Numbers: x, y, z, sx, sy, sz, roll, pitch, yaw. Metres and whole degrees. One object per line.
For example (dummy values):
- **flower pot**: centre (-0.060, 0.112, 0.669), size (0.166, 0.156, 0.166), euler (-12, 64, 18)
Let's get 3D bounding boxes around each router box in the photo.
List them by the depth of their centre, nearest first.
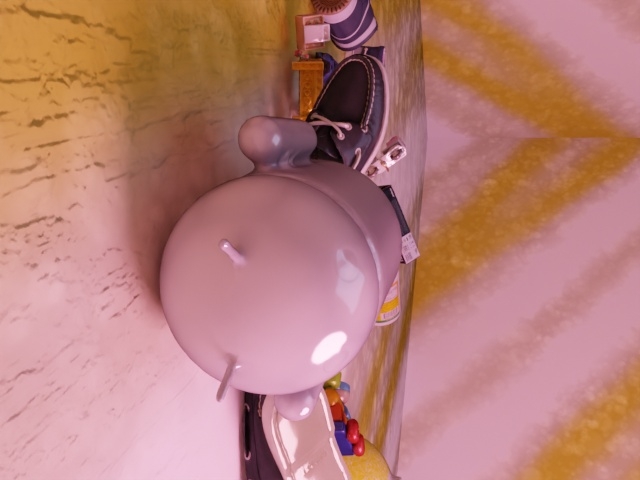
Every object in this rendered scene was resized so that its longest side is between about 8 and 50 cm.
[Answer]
- **router box**: centre (0.144, -0.037, 1.249), size (0.133, 0.046, 0.178), euler (5, -59, 64)

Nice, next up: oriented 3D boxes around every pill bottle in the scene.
- **pill bottle**: centre (0.147, 0.112, 1.407), size (0.117, 0.118, 0.208), euler (-71, 158, -47)

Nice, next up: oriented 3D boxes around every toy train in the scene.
- **toy train**: centre (0.016, 0.299, 0.996), size (0.248, 0.105, 0.143), euler (73, 14, -52)

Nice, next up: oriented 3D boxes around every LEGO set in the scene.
- **LEGO set**: centre (0.014, -0.222, 0.876), size (0.287, 0.132, 0.107), euler (51, 13, -28)

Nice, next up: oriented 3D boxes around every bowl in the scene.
- **bowl**: centre (0.109, 0.609, 1.283), size (0.289, 0.156, 0.289), euler (3, 90, -75)

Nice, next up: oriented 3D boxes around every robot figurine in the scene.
- **robot figurine**: centre (-0.027, 0.025, 0.557), size (0.353, 0.200, 0.299), euler (-38, 121, -71)

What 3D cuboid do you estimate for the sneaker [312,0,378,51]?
- **sneaker**: centre (0.061, -0.485, 0.988), size (0.153, 0.099, 0.282), euler (43, 58, -65)

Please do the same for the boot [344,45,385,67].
- **boot**: centre (0.095, -0.333, 1.178), size (0.069, 0.086, 0.189), euler (9, 84, -75)

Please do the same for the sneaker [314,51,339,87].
- **sneaker**: centre (0.041, -0.284, 0.981), size (0.221, 0.087, 0.083), euler (-7, 99, -75)

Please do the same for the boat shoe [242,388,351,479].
- **boat shoe**: centre (-0.043, 0.318, 0.742), size (0.127, 0.113, 0.339), euler (-28, 118, -32)

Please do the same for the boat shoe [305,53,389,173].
- **boat shoe**: centre (0.012, -0.122, 0.765), size (0.091, 0.115, 0.302), euler (2, 104, -66)
